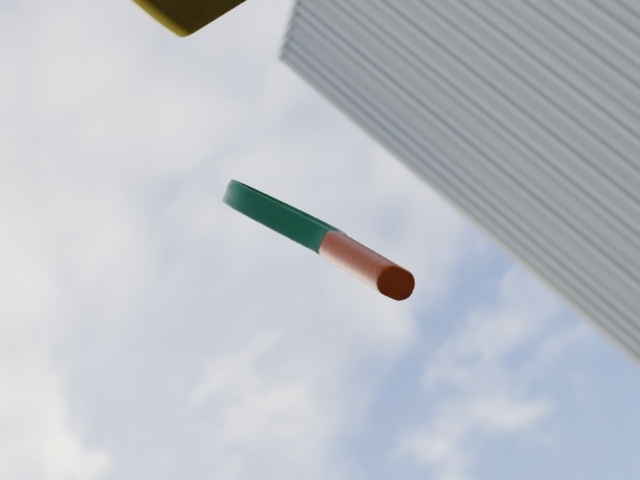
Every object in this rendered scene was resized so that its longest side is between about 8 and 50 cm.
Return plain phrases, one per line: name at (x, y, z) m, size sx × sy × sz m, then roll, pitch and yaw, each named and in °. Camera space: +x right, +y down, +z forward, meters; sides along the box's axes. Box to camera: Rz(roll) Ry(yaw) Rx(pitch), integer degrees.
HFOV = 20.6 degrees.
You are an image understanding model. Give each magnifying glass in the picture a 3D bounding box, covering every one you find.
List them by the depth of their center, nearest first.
magnifying glass at (0.000, 0.000, 1.217) m, size 0.092 × 0.231 × 0.026 m, roll 25°, pitch -89°, yaw -29°

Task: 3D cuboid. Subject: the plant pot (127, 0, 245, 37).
plant pot at (-0.096, -0.267, 1.186) m, size 0.212 × 0.212 × 0.187 m, roll -32°, pitch -53°, yaw 0°
